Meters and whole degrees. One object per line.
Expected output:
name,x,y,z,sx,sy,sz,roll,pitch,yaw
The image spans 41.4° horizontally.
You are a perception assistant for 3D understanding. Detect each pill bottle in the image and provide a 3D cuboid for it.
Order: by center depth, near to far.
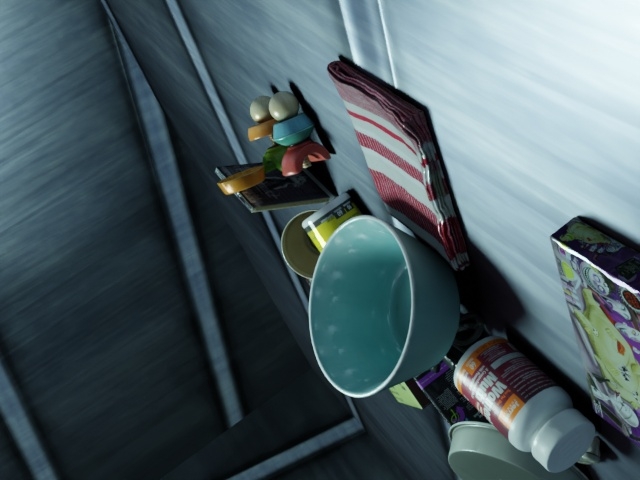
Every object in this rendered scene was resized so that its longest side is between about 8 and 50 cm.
pill bottle,0.327,0.262,1.371,0.221,0.121,0.121,44,165,45
pill bottle,0.065,0.015,1.764,0.208,0.119,0.119,55,169,-1

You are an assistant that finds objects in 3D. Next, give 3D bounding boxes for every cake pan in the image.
cake pan,0.369,0.445,1.605,0.293,0.054,0.293,25,152,14

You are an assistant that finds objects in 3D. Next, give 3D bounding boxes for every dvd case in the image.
dvd case,-0.095,-0.122,1.843,0.164,0.221,0.018,46,133,39

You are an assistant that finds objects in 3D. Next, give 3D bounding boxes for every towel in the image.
towel,0.123,-0.114,1.346,0.237,0.037,0.329,44,165,48

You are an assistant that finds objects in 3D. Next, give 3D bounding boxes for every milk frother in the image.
milk frother,0.244,0.167,1.568,0.135,0.129,0.143,43,121,46

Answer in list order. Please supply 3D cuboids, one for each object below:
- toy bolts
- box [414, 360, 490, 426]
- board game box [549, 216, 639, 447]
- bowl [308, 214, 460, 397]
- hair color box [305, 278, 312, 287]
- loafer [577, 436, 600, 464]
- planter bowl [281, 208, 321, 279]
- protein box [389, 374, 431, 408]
toy bolts,-0.110,-0.207,1.707,0.228,0.218,0.158,-3,111,56
box,0.284,0.311,1.717,0.162,0.116,0.029,53,173,14
board game box,0.383,0.148,0.992,0.208,0.056,0.347,36,158,49
bowl,0.128,0.116,1.490,0.311,0.163,0.311,-12,75,57
hair color box,-0.001,0.136,2.618,0.072,0.043,0.141,56,169,0
loafer,0.437,0.346,1.401,0.045,0.039,0.125,20,167,5
planter bowl,0.000,0.000,1.963,0.162,0.162,0.109,56,-164,-3
protein box,0.191,0.240,1.852,0.201,0.136,0.200,55,169,0
